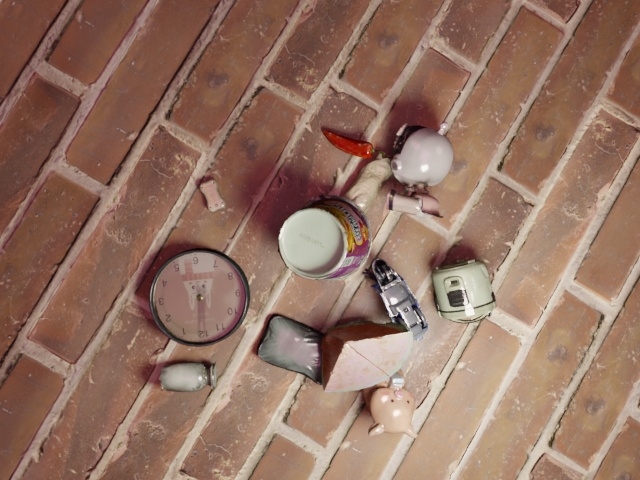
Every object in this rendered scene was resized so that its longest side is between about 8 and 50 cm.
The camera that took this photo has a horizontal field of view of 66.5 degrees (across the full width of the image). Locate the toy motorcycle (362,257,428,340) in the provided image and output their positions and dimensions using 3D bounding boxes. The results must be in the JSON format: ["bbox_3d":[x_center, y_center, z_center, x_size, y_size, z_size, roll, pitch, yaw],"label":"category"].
[{"bbox_3d":[0.283,0.228,1.869,0.125,0.212,0.358,-28,94,-10],"label":"toy motorcycle"}]

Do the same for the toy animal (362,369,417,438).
[{"bbox_3d":[0.263,0.592,1.842,0.195,0.256,0.213,10,104,-11],"label":"toy animal"}]

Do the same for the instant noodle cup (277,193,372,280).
[{"bbox_3d":[0.000,0.000,1.773,0.340,0.266,0.340,2,96,17],"label":"instant noodle cup"}]

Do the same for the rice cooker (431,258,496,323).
[{"bbox_3d":[0.546,0.198,1.878,0.226,0.226,0.244,-15,93,-4],"label":"rice cooker"}]

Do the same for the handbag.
[{"bbox_3d":[-0.073,0.428,1.906,0.332,0.075,0.191,23,84,-1],"label":"handbag"}]

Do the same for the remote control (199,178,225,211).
[{"bbox_3d":[-0.421,-0.175,1.907,0.074,0.032,0.122,-22,91,-4],"label":"remote control"}]

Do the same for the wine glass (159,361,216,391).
[{"bbox_3d":[-0.497,0.517,1.850,0.204,0.111,0.111,-2,89,-7],"label":"wine glass"}]

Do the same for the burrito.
[{"bbox_3d":[0.164,-0.187,1.929,0.117,0.076,0.392,35,85,3],"label":"burrito"}]

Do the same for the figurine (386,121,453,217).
[{"bbox_3d":[0.398,-0.261,1.880,0.211,0.253,0.361,2,84,41],"label":"figurine"}]

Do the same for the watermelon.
[{"bbox_3d":[0.151,0.381,1.802,0.292,0.222,0.319,-3,129,-12],"label":"watermelon"}]

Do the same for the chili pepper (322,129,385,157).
[{"bbox_3d":[0.128,-0.374,1.927,0.272,0.063,0.071,20,77,11],"label":"chili pepper"}]

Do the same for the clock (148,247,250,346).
[{"bbox_3d":[-0.463,0.218,1.875,0.386,0.076,0.386,0,89,-4],"label":"clock"}]
